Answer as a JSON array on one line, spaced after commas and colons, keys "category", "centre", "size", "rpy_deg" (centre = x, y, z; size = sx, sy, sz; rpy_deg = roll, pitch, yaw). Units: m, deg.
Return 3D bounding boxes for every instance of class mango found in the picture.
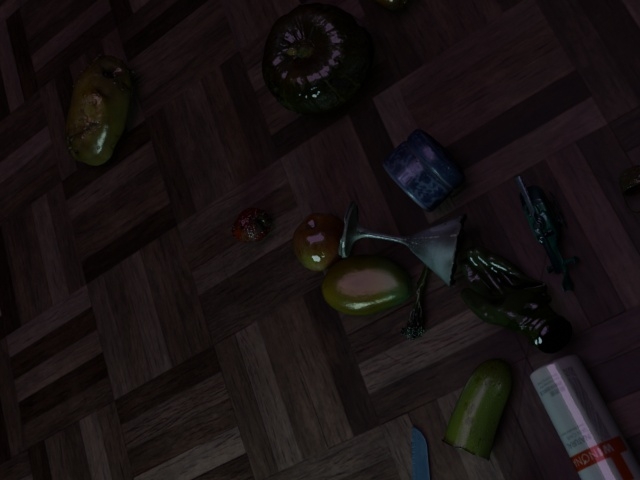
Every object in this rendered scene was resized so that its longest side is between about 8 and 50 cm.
[{"category": "mango", "centre": [0.097, 0.094, 1.619], "size": [0.195, 0.092, 0.130], "rpy_deg": [5, 80, 26]}]

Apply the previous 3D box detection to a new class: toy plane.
[{"category": "toy plane", "centre": [0.426, -0.015, 1.451], "size": [0.060, 0.096, 0.235], "rpy_deg": [-25, 85, 26]}]

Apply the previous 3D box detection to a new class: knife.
[{"category": "knife", "centre": [0.203, 0.521, 1.509], "size": [0.045, 0.019, 0.312], "rpy_deg": [-13, 71, 30]}]

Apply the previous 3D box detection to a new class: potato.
[{"category": "potato", "centre": [-0.598, -0.353, 2.097], "size": [0.173, 0.140, 0.300], "rpy_deg": [19, 93, 37]}]

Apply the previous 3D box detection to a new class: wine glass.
[{"category": "wine glass", "centre": [0.161, 0.000, 1.530], "size": [0.232, 0.156, 0.156], "rpy_deg": [11, 84, 13]}]

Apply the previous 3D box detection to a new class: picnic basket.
[{"category": "picnic basket", "centre": [0.577, -0.090, 1.392], "size": [0.072, 0.072, 0.083], "rpy_deg": [-20, 71, 26]}]

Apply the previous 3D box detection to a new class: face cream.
[{"category": "face cream", "centre": [0.480, 0.368, 1.328], "size": [0.102, 0.102, 0.345], "rpy_deg": [-33, 63, 20]}]

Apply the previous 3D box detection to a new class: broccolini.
[{"category": "broccolini", "centre": [0.203, 0.096, 1.590], "size": [0.042, 0.044, 0.218], "rpy_deg": [161, 120, -69]}]

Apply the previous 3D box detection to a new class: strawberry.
[{"category": "strawberry", "centre": [-0.164, -0.032, 1.807], "size": [0.096, 0.083, 0.083], "rpy_deg": [-8, 75, 29]}]

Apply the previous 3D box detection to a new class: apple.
[{"category": "apple", "centre": [0.000, 0.002, 1.679], "size": [0.126, 0.102, 0.126], "rpy_deg": [-18, 40, 16]}]

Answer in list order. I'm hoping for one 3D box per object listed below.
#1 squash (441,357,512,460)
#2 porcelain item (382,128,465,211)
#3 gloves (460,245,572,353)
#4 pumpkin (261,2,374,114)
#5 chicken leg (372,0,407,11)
[{"category": "squash", "centre": [0.300, 0.306, 1.458], "size": [0.095, 0.095, 0.188], "rpy_deg": [17, 85, 32]}, {"category": "porcelain item", "centre": [0.212, -0.144, 1.571], "size": [0.114, 0.147, 0.147], "rpy_deg": [-45, 61, 13]}, {"category": "gloves", "centre": [0.355, 0.110, 1.452], "size": [0.135, 0.107, 0.268], "rpy_deg": [-36, 50, -4]}, {"category": "pumpkin", "centre": [-0.018, -0.410, 1.740], "size": [0.260, 0.189, 0.260], "rpy_deg": [-6, 77, 30]}, {"category": "chicken leg", "centre": [0.113, -0.593, 1.761], "size": [0.251, 0.107, 0.087], "rpy_deg": [40, 117, 39]}]
